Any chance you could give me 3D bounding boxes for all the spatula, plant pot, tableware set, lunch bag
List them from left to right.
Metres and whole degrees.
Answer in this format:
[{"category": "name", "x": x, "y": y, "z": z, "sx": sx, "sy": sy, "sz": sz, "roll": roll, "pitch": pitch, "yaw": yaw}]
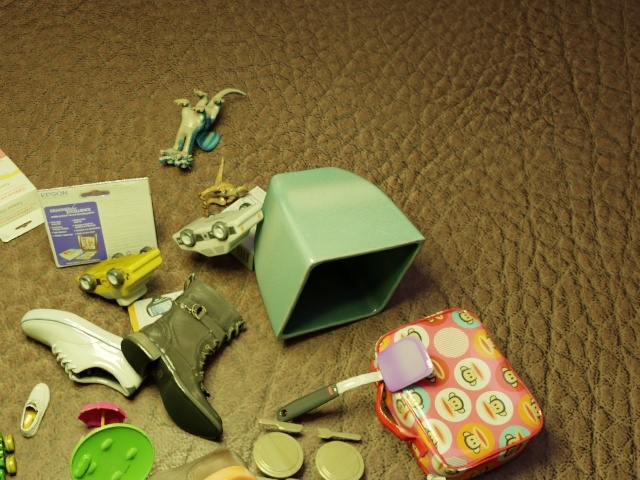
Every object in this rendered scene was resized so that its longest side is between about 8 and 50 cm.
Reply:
[{"category": "tableware set", "x": -0.022, "y": 0.386, "z": 1.261, "sx": 0.194, "sy": 0.039, "sz": 0.128, "roll": 11, "pitch": 40, "yaw": -6}, {"category": "plant pot", "x": 0.000, "y": 0.000, "z": 1.400, "sx": 0.247, "sy": 0.247, "sz": 0.252, "roll": -12, "pitch": 56, "yaw": -29}, {"category": "spatula", "x": 0.053, "y": 0.255, "z": 1.288, "sx": 0.297, "sy": 0.030, "sz": 0.084, "roll": -24, "pitch": 58, "yaw": 7}, {"category": "lunch bag", "x": 0.224, "y": 0.282, "z": 1.318, "sx": 0.258, "sy": 0.120, "sz": 0.293, "roll": -18, "pitch": 57, "yaw": -19}]

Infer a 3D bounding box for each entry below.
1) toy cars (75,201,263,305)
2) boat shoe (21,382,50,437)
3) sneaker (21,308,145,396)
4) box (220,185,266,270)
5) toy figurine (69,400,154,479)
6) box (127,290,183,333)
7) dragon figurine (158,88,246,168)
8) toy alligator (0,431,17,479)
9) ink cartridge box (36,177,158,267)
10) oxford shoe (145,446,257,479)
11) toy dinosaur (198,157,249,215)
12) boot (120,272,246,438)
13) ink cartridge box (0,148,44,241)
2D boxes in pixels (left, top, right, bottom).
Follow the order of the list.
[{"category": "toy cars", "x": -0.282, "y": 0.034, "z": 1.404, "sx": 0.394, "sy": 0.087, "sz": 0.176, "roll": -24, "pitch": 16, "yaw": 1}, {"category": "boat shoe", "x": -0.501, "y": 0.292, "z": 1.276, "sx": 0.035, "sy": 0.035, "sz": 0.100, "roll": 8, "pitch": 52, "yaw": 0}, {"category": "sneaker", "x": -0.434, "y": 0.202, "z": 1.316, "sx": 0.258, "sy": 0.094, "sz": 0.091, "roll": 19, "pitch": 48, "yaw": 7}, {"category": "box", "x": -0.138, "y": -0.026, "z": 1.542, "sx": 0.126, "sy": 0.072, "sz": 0.137, "roll": 39, "pitch": 58, "yaw": 20}, {"category": "toy figurine", "x": -0.366, "y": 0.342, "z": 1.209, "sx": 0.130, "sy": 0.173, "sz": 0.159, "roll": 31, "pitch": 2, "yaw": -29}, {"category": "box", "x": -0.300, "y": 0.146, "z": 1.420, "sx": 0.136, "sy": 0.028, "sz": 0.081, "roll": -11, "pitch": 55, "yaw": -18}, {"category": "dragon figurine", "x": -0.280, "y": -0.267, "z": 1.703, "sx": 0.085, "sy": 0.144, "sz": 0.289, "roll": 21, "pitch": 34, "yaw": 12}, {"category": "toy alligator", "x": -0.533, "y": 0.377, "z": 1.196, "sx": 0.056, "sy": 0.051, "sz": 0.189, "roll": -12, "pitch": 55, "yaw": -15}, {"category": "ink cartridge box", "x": -0.432, "y": -0.044, "z": 1.435, "sx": 0.206, "sy": 0.208, "sz": 0.045, "roll": -7, "pitch": 46, "yaw": -13}, {"category": "oxford shoe", "x": -0.271, "y": 0.456, "z": 1.149, "sx": 0.364, "sy": 0.129, "sz": 0.133, "roll": -26, "pitch": 27, "yaw": -16}, {"category": "toy dinosaur", "x": -0.215, "y": -0.109, "z": 1.602, "sx": 0.112, "sy": 0.064, "sz": 0.211, "roll": -32, "pitch": 29, "yaw": -16}, {"category": "boot", "x": -0.212, "y": 0.203, "z": 1.335, "sx": 0.263, "sy": 0.091, "sz": 0.229, "roll": 51, "pitch": 43, "yaw": 0}, {"category": "ink cartridge box", "x": -0.673, "y": -0.098, "z": 1.536, "sx": 0.115, "sy": 0.067, "sz": 0.198, "roll": -35, "pitch": 64, "yaw": -29}]
